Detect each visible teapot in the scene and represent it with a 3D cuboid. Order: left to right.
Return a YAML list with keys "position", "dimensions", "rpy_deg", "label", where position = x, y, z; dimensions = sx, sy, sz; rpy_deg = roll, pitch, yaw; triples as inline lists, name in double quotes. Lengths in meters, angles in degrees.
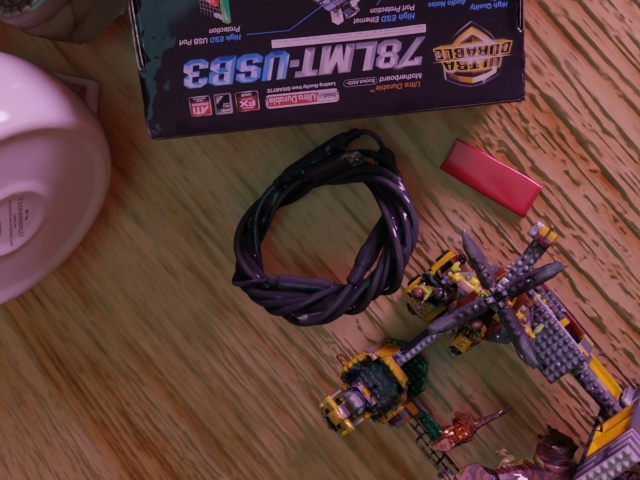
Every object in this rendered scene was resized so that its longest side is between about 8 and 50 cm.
- position: [-0.322, -0.066, 0.720]
  dimensions: [0.187, 0.252, 0.256]
  rpy_deg: [40, 97, 20]
  label: "teapot"

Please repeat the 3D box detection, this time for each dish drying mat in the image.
- position: [0.145, -0.054, 0.707]
  dimensions: [0.083, 0.008, 0.032]
  rpy_deg: [31, 109, 8]
  label: "dish drying mat"

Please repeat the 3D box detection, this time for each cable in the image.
- position: [0.000, 0.000, 0.715]
  dimensions: [0.185, 0.047, 0.150]
  rpy_deg: [-31, 67, 21]
  label: "cable"

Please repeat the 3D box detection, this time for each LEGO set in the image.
- position: [0.143, 0.167, 0.630]
  dimensions: [0.255, 0.192, 0.331]
  rpy_deg: [-34, 81, 24]
  label: "LEGO set"

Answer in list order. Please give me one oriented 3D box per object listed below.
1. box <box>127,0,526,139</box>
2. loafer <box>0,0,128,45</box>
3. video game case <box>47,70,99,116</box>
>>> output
- position: [-0.001, -0.235, 0.612]
  dimensions: [0.296, 0.073, 0.293]
  rpy_deg: [-7, 109, -2]
  label: "box"
- position: [-0.161, -0.270, 0.715]
  dimensions: [0.269, 0.092, 0.102]
  rpy_deg: [-37, 69, 4]
  label: "loafer"
- position: [-0.293, -0.093, 0.827]
  dimensions: [0.143, 0.019, 0.157]
  rpy_deg: [13, 104, 14]
  label: "video game case"
